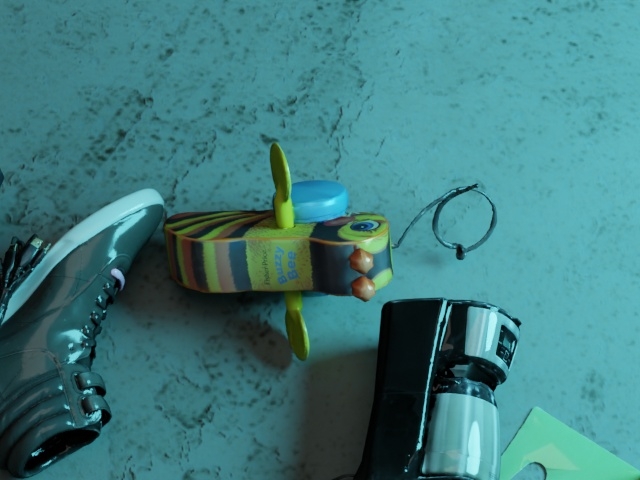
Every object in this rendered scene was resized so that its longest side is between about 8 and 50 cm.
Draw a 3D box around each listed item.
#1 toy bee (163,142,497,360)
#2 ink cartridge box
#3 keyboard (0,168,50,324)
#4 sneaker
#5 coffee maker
[{"bbox_3d":[0.000,0.000,1.550,0.298,0.162,0.195,-25,106,10],"label":"toy bee"},{"bbox_3d":[0.251,0.265,1.515,0.235,0.056,0.171,33,68,11],"label":"ink cartridge box"},{"bbox_3d":[-0.352,0.069,1.514,0.202,0.033,0.317,7,62,24],"label":"keyboard"},{"bbox_3d":[-0.215,0.092,1.555,0.147,0.104,0.296,41,76,14],"label":"sneaker"},{"bbox_3d":[0.085,0.145,1.526,0.171,0.120,0.178,6,64,4],"label":"coffee maker"}]
